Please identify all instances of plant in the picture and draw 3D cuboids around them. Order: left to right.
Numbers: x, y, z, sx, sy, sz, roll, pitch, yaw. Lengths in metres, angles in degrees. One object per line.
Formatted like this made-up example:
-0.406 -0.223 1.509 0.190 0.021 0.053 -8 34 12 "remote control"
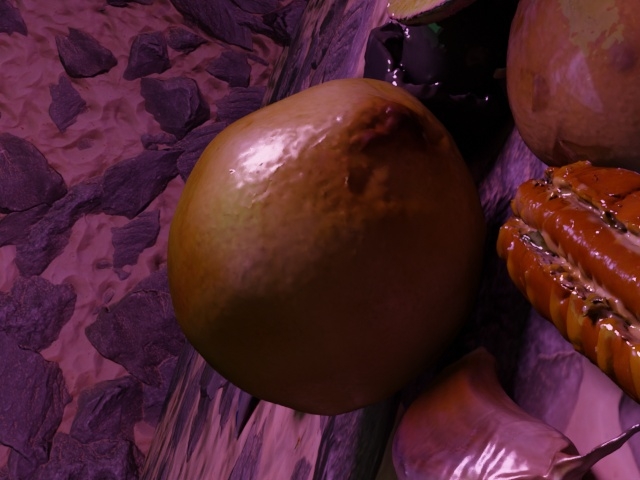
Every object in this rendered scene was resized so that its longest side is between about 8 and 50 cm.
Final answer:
0.120 -0.167 0.783 0.164 0.142 0.256 -103 30 -51 "plant"

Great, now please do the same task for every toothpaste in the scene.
-0.120 0.247 1.301 0.096 0.061 0.266 -92 20 -56 "toothpaste"

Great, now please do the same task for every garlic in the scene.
0.120 0.143 0.469 0.128 0.091 0.198 -54 9 -7 "garlic"

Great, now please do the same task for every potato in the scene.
0.212 -0.177 0.560 0.299 0.116 0.239 -83 15 -50 "potato"

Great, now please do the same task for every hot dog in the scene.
0.186 0.017 0.439 0.115 0.072 0.269 -57 15 10 "hot dog"

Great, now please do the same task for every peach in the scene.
-0.001 0.007 0.664 0.316 0.282 0.313 -11 91 61 "peach"

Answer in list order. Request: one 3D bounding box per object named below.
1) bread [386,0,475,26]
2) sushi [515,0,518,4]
0.154 -0.285 0.648 0.228 0.033 0.228 -39 29 27 "bread"
0.231 -0.365 0.869 0.294 0.059 0.292 -93 28 -59 "sushi"
